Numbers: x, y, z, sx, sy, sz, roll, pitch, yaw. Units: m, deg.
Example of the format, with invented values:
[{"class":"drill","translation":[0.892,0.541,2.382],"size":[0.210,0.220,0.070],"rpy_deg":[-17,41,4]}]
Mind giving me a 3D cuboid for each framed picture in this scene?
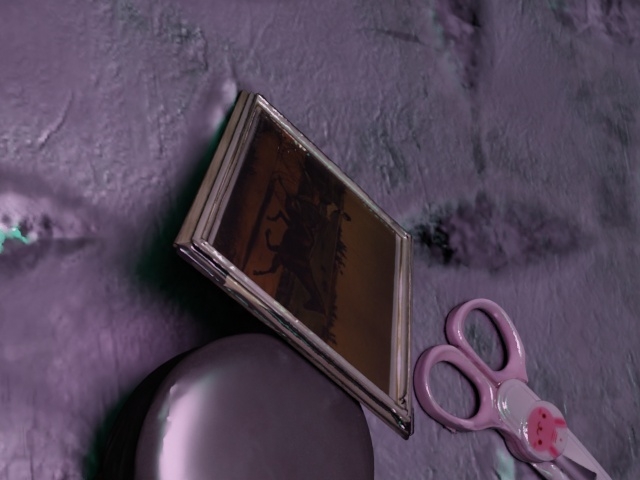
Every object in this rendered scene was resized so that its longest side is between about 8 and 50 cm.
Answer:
[{"class":"framed picture","translation":[0.000,0.000,0.689],"size":[0.197,0.014,0.252],"rpy_deg":[42,25,-17]}]

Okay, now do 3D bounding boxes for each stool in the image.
[{"class":"stool","translation":[-0.080,0.146,0.606],"size":[0.228,0.139,0.153],"rpy_deg":[-11,83,-33]}]

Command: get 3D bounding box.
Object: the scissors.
[{"class":"scissors","translation":[0.183,0.160,0.837],"size":[0.242,0.030,0.118],"rpy_deg":[44,58,-11]}]
